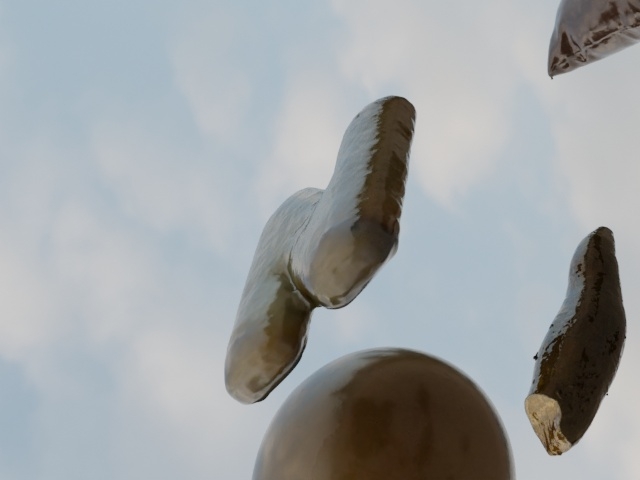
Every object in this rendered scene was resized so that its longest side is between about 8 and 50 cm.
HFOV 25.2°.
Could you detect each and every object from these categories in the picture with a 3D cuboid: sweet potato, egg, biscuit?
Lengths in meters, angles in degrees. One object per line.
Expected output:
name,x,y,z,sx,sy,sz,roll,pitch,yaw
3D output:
sweet potato,0.243,0.079,1.304,0.077,0.077,0.244,39,-123,-25
egg,0.066,0.304,1.629,0.301,0.301,0.374,5,-76,-48
biscuit,0.000,0.000,1.333,0.062,0.237,0.291,34,-148,-12

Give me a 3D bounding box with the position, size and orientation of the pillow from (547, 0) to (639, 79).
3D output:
pillow,0.357,-0.329,1.411,0.108,0.305,0.308,30,-114,-21
